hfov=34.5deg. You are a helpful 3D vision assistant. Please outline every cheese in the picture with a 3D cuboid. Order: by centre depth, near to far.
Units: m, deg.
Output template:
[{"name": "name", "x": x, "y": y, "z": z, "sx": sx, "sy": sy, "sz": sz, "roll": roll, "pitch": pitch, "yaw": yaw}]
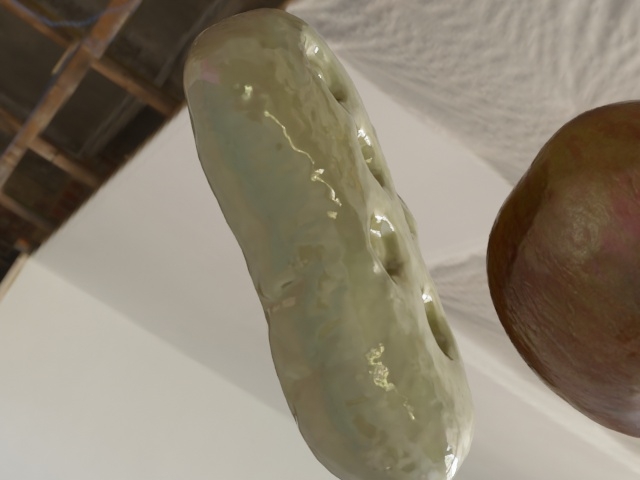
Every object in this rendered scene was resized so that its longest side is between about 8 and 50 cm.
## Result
[{"name": "cheese", "x": 0.000, "y": 0.000, "z": 0.807, "sx": 0.130, "sy": 0.351, "sz": 0.328, "roll": -21, "pitch": -46, "yaw": 12}]

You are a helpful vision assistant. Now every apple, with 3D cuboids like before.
[{"name": "apple", "x": 0.210, "y": 0.015, "z": 0.641, "sx": 0.211, "sy": 0.211, "sz": 0.188, "roll": 53, "pitch": 5, "yaw": -47}]
